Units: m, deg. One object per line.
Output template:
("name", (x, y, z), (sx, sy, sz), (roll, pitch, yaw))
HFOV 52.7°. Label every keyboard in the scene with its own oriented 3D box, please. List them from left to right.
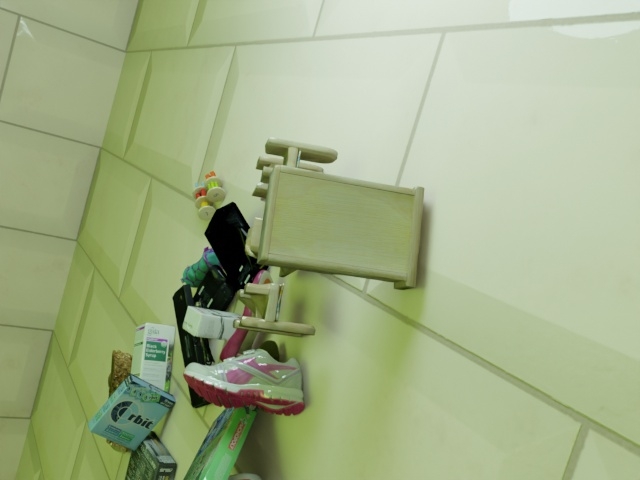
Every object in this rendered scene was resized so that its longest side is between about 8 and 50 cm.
("keyboard", (-0.321, 0.266, 1.670), (0.201, 0.033, 0.317), (-34, 66, 56))

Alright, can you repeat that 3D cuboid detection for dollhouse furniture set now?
("dollhouse furniture set", (0.000, 0.000, 1.221), (0.394, 0.257, 0.362), (145, 133, -75))

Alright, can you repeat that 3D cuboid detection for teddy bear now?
("teddy bear", (-0.626, 0.517, 2.078), (0.245, 0.113, 0.337), (-173, 87, -65))

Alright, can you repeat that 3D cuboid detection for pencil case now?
("pencil case", (-0.326, 0.076, 1.780), (0.070, 0.064, 0.152), (55, 135, 1))

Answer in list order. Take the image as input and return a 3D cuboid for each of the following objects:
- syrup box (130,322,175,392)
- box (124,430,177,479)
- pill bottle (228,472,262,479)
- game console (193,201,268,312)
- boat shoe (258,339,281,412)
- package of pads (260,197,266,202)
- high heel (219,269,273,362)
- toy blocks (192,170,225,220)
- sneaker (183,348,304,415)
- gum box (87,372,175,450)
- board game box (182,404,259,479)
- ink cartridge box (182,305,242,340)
("syrup box", (-0.505, 0.370, 1.928), (0.096, 0.093, 0.236), (-22, 60, 53))
("box", (-0.486, 0.668, 1.824), (0.231, 0.056, 0.183), (15, 93, 59))
("pill bottle", (-0.154, 0.576, 1.284), (0.108, 0.108, 0.193), (-51, 40, 35))
("game console", (-0.256, 0.091, 1.643), (0.213, 0.044, 0.361), (57, 132, 27))
("boat shoe", (-0.108, 0.291, 1.377), (0.048, 0.056, 0.153), (71, -167, -67))
("package of pads", (-0.121, -0.137, 1.569), (0.050, 0.032, 0.083), (-14, 67, 54))
("high heel", (-0.173, 0.179, 1.471), (0.117, 0.082, 0.244), (13, 102, 35))
("toy blocks", (-0.330, -0.149, 1.882), (0.123, 0.054, 0.148), (-58, 36, 28))
("sneaker", (-0.149, 0.276, 1.309), (0.103, 0.252, 0.111), (98, -178, -54))
("gum box", (-0.526, 0.482, 1.807), (0.184, 0.157, 0.041), (-50, 35, -1))
("board game box", (-0.224, 0.459, 1.347), (0.213, 0.046, 0.317), (-50, 8, 35))
("ink cartridge box", (-0.246, 0.201, 1.542), (0.099, 0.135, 0.056), (13, 89, 58))
